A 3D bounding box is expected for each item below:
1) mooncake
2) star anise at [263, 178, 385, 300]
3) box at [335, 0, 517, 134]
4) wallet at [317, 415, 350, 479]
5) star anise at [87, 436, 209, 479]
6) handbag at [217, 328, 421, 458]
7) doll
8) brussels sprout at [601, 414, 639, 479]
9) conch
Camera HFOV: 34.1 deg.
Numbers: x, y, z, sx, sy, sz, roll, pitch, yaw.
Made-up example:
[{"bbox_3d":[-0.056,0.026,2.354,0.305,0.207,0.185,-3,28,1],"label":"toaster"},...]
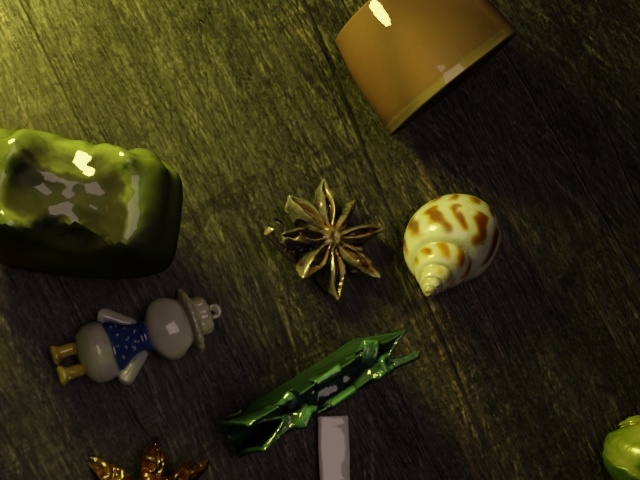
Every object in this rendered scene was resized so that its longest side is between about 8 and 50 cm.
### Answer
[{"bbox_3d":[-0.390,-0.055,1.641,0.351,0.351,0.187,8,75,-20],"label":"mooncake"},{"bbox_3d":[0.000,-0.001,1.917,0.263,0.081,0.230,-2,82,-33],"label":"star anise"},{"bbox_3d":[0.183,-0.367,1.953,0.301,0.301,0.216,-40,89,-22],"label":"box"},{"bbox_3d":[0.024,0.380,1.894,0.061,0.025,0.122,2,81,-23],"label":"wallet"},{"bbox_3d":[-0.282,0.437,1.685,0.288,0.088,0.288,1,44,-1],"label":"star anise"},{"bbox_3d":[-0.006,0.259,1.790,0.327,0.238,0.089,-27,86,-23],"label":"handbag"},{"bbox_3d":[-0.305,0.163,1.761,0.293,0.119,0.138,-20,73,-18],"label":"doll"},{"bbox_3d":[0.657,0.430,2.077,0.183,0.145,0.131,-14,113,-17],"label":"brussels sprout"},{"bbox_3d":[0.248,0.009,1.975,0.183,0.149,0.275,40,67,-6],"label":"conch"}]
